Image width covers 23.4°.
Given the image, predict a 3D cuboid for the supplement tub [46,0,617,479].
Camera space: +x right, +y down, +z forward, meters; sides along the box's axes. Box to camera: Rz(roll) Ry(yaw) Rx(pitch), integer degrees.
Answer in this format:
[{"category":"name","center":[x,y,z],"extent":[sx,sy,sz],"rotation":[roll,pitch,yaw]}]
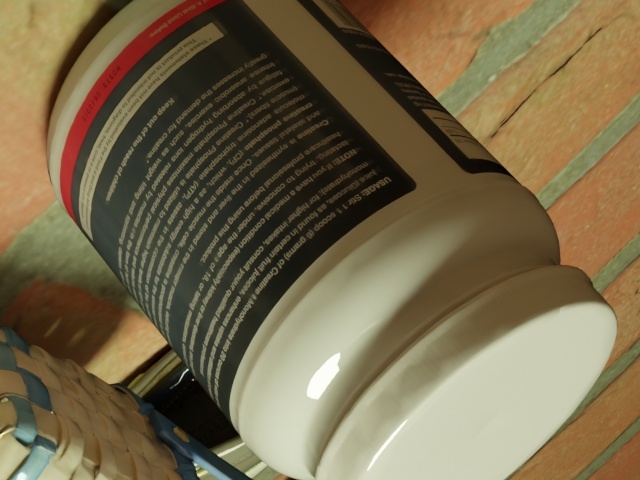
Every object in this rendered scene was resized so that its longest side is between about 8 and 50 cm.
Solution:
[{"category":"supplement tub","center":[0.000,0.000,0.800],"extent":[0.191,0.272,0.191],"rotation":[-30,150,-19]}]

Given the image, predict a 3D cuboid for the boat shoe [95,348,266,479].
[{"category":"boat shoe","center":[-0.027,0.081,1.060],"extent":[0.305,0.109,0.091],"rotation":[-39,157,3]}]

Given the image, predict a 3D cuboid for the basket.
[{"category":"basket","center":[-0.158,0.199,0.928],"extent":[0.255,0.201,0.289],"rotation":[-41,121,1]}]
